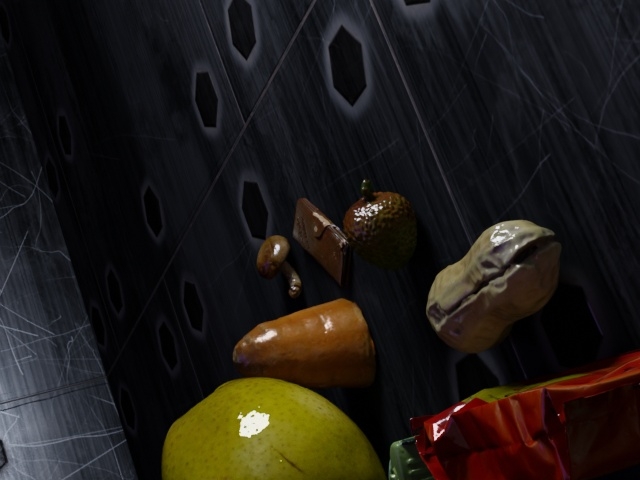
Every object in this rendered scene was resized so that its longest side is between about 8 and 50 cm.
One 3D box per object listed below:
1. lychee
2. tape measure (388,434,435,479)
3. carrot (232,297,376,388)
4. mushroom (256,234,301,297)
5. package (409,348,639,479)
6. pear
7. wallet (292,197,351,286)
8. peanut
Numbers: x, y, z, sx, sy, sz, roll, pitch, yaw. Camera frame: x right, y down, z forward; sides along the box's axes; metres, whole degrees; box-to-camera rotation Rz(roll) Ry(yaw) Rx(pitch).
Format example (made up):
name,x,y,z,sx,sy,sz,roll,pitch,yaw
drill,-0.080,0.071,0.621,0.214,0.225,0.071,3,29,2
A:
name,x,y,z,sx,sy,sz,roll,pitch,yaw
lychee,0.090,-0.022,1.896,0.114,0.114,0.146,22,138,61
tape measure,0.165,0.389,1.926,0.175,0.106,0.200,139,114,-84
carrot,-0.036,0.187,2.134,0.159,0.225,0.159,174,90,-66
mushroom,-0.078,0.047,2.328,0.088,0.073,0.129,-45,58,31
package,0.272,0.225,1.528,0.423,0.196,0.123,-33,73,65
pear,-0.063,0.412,2.015,0.418,0.362,0.362,49,147,15
wallet,0.000,0.000,2.194,0.176,0.026,0.095,47,139,47
peanut,0.222,0.063,1.641,0.130,0.130,0.290,68,151,20
